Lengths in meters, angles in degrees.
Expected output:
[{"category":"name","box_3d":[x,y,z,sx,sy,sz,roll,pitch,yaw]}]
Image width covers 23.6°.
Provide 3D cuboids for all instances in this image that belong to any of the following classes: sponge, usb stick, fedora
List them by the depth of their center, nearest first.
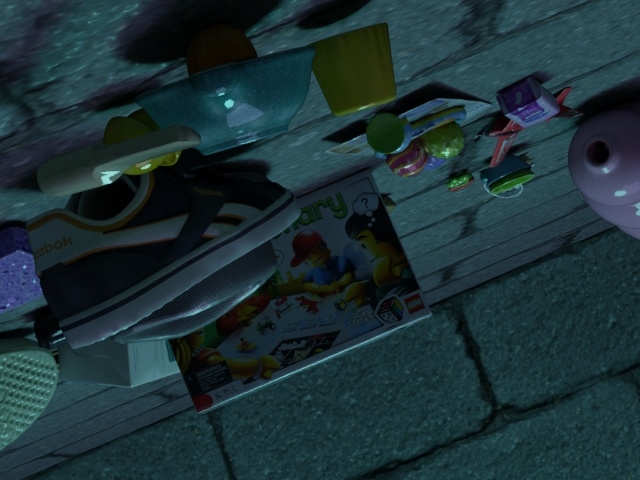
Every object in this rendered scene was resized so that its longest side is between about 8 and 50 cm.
[{"category":"sponge","box_3d":[-0.345,0.050,1.469,0.210,0.031,0.117,-23,159,16]},{"category":"fedora","box_3d":[-0.154,0.030,1.594,0.275,0.124,0.243,-17,169,-32]},{"category":"usb stick","box_3d":[-0.225,0.071,1.907,0.278,0.045,0.077,-21,175,-16]}]

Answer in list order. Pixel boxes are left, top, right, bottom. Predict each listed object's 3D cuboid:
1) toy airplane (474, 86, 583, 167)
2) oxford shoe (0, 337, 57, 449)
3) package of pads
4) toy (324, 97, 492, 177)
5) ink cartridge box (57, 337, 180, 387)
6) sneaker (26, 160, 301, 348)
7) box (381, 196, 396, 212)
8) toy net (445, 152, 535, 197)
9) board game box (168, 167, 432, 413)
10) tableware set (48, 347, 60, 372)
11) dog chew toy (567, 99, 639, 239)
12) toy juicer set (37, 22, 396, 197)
[{"category":"toy airplane","box_3d":[0.253,-0.149,1.857,0.151,0.028,0.151,-23,156,-11]},{"category":"oxford shoe","box_3d":[-0.526,0.225,1.856,0.449,0.169,0.130,-26,-145,-32]},{"category":"package of pads","box_3d":[0.238,-0.156,1.746,0.050,0.032,0.083,-28,162,18]},{"category":"toy","box_3d":[0.108,-0.105,1.677,0.137,0.056,0.237,-25,171,19]},{"category":"ink cartridge box","box_3d":[-0.219,0.130,2.023,0.134,0.078,0.231,1,-171,37]},{"category":"sneaker","box_3d":[-0.135,-0.021,1.384,0.126,0.127,0.321,-24,-175,34]},{"category":"box","box_3d":[0.000,0.000,2.010,0.164,0.021,0.201,-41,166,20]},{"category":"toy net","box_3d":[0.255,-0.081,2.212,0.122,0.045,0.232,-25,171,12]},{"category":"board game box","box_3d":[-0.042,0.062,1.838,0.305,0.193,0.053,-23,172,0]},{"category":"tableware set","box_3d":[-0.332,0.166,2.218,0.194,0.039,0.128,-18,170,-30]},{"category":"dog chew toy","box_3d":[0.448,-0.102,2.120,0.206,0.207,0.332,-28,162,28]},{"category":"toy juicer set","box_3d":[-0.097,-0.104,1.119,0.209,0.089,0.329,-13,-174,31]}]
